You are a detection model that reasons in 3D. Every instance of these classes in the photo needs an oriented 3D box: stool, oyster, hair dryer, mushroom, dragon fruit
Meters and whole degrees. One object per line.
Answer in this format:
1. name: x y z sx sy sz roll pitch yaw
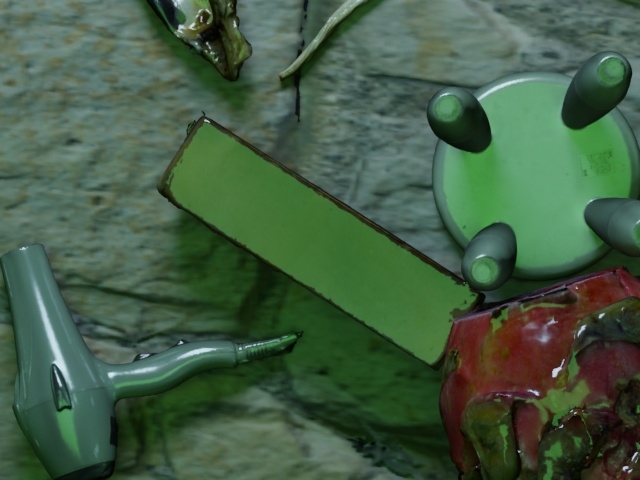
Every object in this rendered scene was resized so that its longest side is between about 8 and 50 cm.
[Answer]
1. stool: 0.198 -0.056 1.661 0.195 0.199 0.195 -12 92 2
2. oyster: -0.161 -0.300 1.745 0.128 0.078 0.345 -32 91 24
3. hair dryer: -0.187 0.077 1.758 0.267 0.092 0.229 -34 83 -11
4. mushroom: 0.066 -0.248 1.754 0.286 0.026 0.028 -47 72 4
5. dragon fruit: 0.229 0.177 1.603 0.250 0.269 0.291 -21 90 -10

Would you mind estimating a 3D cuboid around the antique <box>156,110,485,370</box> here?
1. antique: 0.000 0.000 1.723 0.310 0.093 0.087 32 92 2
